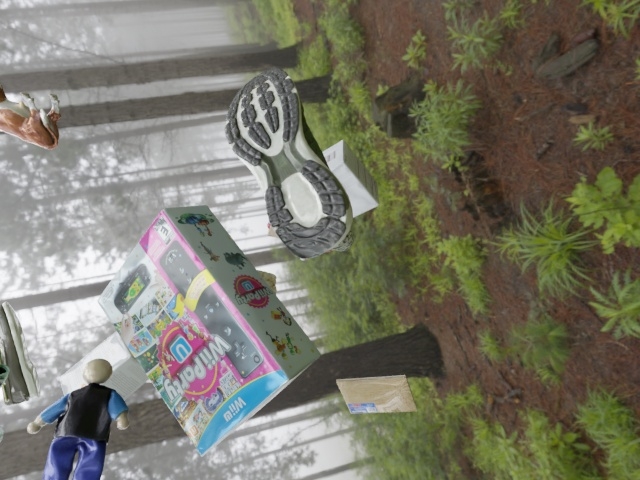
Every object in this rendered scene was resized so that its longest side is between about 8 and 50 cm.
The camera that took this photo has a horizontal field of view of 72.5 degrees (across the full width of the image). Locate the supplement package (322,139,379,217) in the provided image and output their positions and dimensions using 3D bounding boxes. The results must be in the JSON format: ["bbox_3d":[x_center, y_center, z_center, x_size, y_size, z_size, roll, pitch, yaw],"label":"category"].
[{"bbox_3d":[0.069,-0.161,1.185,0.179,0.105,0.105,45,-149,-35],"label":"supplement package"}]

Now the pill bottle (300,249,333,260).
[{"bbox_3d":[0.000,0.000,1.713,0.108,0.194,0.108,-19,-90,-82],"label":"pill bottle"}]

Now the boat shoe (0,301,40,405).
[{"bbox_3d":[-0.922,0.335,1.292,0.109,0.091,0.304,-13,93,66],"label":"boat shoe"}]

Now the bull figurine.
[{"bbox_3d":[-0.934,-0.387,1.303,0.101,0.311,0.188,-87,20,-56],"label":"bull figurine"}]

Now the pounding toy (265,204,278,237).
[{"bbox_3d":[-0.169,-0.092,1.699,0.130,0.100,0.141,127,153,-67],"label":"pounding toy"}]

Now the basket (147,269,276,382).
[{"bbox_3d":[-0.320,0.242,1.305,0.331,0.267,0.328,19,-117,-58],"label":"basket"}]

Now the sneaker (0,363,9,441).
[{"bbox_3d":[-0.702,0.349,0.922,0.094,0.151,0.255,32,148,16],"label":"sneaker"}]

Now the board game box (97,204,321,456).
[{"bbox_3d":[-0.180,0.131,0.671,0.303,0.097,0.224,49,115,13],"label":"board game box"}]

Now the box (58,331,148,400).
[{"bbox_3d":[-0.517,0.329,1.055,0.130,0.170,0.091,30,155,47],"label":"box"}]

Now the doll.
[{"bbox_3d":[-0.311,0.246,0.562,0.046,0.129,0.188,88,-176,-62],"label":"doll"}]

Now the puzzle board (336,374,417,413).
[{"bbox_3d":[0.103,0.281,0.797,0.011,0.128,0.096,-72,-33,-53],"label":"puzzle board"}]

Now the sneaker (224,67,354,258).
[{"bbox_3d":[-0.049,-0.136,0.816,0.182,0.158,0.410,36,-150,-64],"label":"sneaker"}]
